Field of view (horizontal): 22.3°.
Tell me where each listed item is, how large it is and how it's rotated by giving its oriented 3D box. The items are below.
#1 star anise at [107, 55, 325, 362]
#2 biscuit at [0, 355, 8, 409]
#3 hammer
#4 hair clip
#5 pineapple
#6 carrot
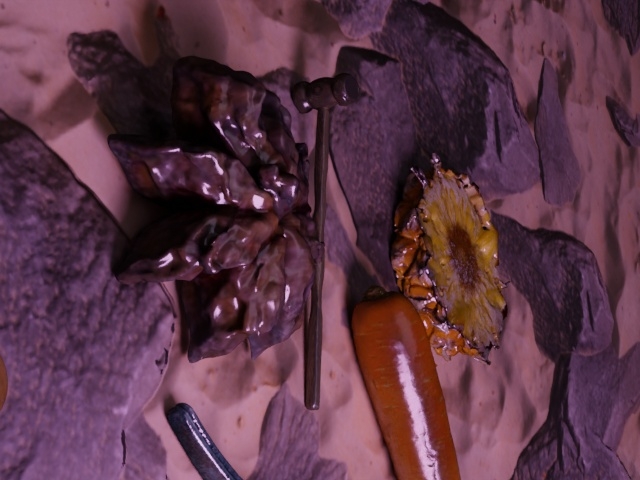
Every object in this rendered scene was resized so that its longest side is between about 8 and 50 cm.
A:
[{"bbox_3d":[-0.060,-0.026,1.245,0.236,0.109,0.223,55,43,-37],"label":"star anise"},{"bbox_3d":[-0.290,0.041,0.909,0.320,0.047,0.183,45,48,-45],"label":"biscuit"},{"bbox_3d":[0.000,0.000,1.392,0.029,0.058,0.292,16,72,-50],"label":"hammer"},{"bbox_3d":[-0.047,0.201,1.256,0.229,0.039,0.070,48,44,-39],"label":"hair clip"},{"bbox_3d":[0.125,0.017,1.590,0.221,0.047,0.221,33,50,-53],"label":"pineapple"},{"bbox_3d":[0.079,0.147,1.450,0.067,0.067,0.225,-33,111,-57],"label":"carrot"}]
